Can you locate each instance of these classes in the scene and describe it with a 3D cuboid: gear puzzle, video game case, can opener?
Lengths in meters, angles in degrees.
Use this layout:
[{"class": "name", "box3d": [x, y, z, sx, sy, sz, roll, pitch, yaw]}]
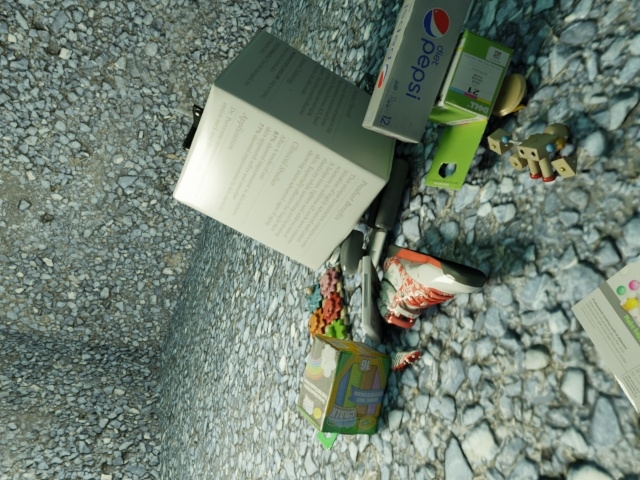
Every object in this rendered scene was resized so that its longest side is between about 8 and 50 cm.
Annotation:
[{"class": "gear puzzle", "box3d": [0.010, 0.235, 1.209, 0.175, 0.044, 0.339, -52, 34, 40]}, {"class": "video game case", "box3d": [0.108, 0.127, 0.981, 0.157, 0.019, 0.143, 58, -149, -61]}, {"class": "can opener", "box3d": [0.120, -0.054, 1.082, 0.076, 0.095, 0.284, 12, 87, 65]}]

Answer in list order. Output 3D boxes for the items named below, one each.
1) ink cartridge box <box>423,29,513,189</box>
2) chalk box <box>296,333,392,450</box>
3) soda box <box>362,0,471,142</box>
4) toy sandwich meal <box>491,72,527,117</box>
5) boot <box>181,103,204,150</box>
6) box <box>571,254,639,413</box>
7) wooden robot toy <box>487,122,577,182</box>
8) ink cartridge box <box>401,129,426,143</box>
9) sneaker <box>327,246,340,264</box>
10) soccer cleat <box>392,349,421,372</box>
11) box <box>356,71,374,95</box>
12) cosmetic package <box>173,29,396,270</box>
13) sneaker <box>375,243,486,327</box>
[{"class": "ink cartridge box", "box3d": [0.235, -0.236, 0.902, 0.189, 0.096, 0.256, -134, 62, -76]}, {"class": "chalk box", "box3d": [0.043, 0.323, 0.994, 0.132, 0.131, 0.213, 12, 88, 64]}, {"class": "soda box", "box3d": [0.171, -0.325, 0.842, 0.091, 0.098, 0.287, -118, 45, -74]}, {"class": "toy sandwich meal", "box3d": [0.331, -0.253, 0.836, 0.085, 0.029, 0.086, -35, 47, 49]}, {"class": "boot", "box3d": [-0.294, -0.257, 1.114, 0.099, 0.045, 0.121, -61, 3, -4]}, {"class": "box", "box3d": [0.390, 0.080, 0.514, 0.186, 0.038, 0.145, -54, 32, 36]}, {"class": "wooden robot toy", "box3d": [0.345, -0.144, 0.729, 0.079, 0.076, 0.173, -38, 28, -4]}, {"class": "ink cartridge box", "box3d": [0.191, -0.285, 1.077, 0.062, 0.029, 0.115, -23, 89, 60]}, {"class": "sneaker", "box3d": [0.000, 0.000, 1.325, 0.065, 0.076, 0.166, -64, 27, 20]}, {"class": "soccer cleat", "box3d": [0.164, 0.225, 0.916, 0.083, 0.029, 0.036, 124, 145, -44]}, {"class": "box", "box3d": [0.126, -0.434, 1.372, 0.067, 0.018, 0.083, -49, 35, 44]}, {"class": "cosmetic package", "box3d": [-0.072, -0.208, 1.127, 0.329, 0.393, 0.328, -53, 14, 40]}, {"class": "sneaker", "box3d": [0.190, 0.099, 0.863, 0.270, 0.090, 0.145, -158, 82, -68]}]
